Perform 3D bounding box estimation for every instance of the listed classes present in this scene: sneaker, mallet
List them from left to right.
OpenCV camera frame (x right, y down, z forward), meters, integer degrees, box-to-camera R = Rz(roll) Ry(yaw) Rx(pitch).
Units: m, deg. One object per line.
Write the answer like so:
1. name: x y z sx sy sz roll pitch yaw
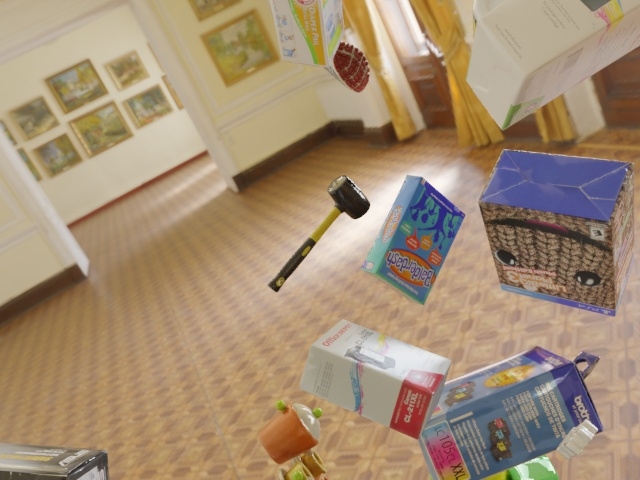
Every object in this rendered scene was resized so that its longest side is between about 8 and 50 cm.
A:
1. mallet: 0.000 0.000 0.881 0.189 0.062 0.039 -56 27 -7
2. sneaker: 0.033 -0.454 1.538 0.088 0.225 0.093 -49 20 -10

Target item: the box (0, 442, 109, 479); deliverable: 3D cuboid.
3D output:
1. box: -0.266 0.295 0.542 0.183 0.231 0.056 -2 4 16

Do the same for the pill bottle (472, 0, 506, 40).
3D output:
1. pill bottle: 0.325 -0.360 1.123 0.103 0.184 0.103 -6 65 12

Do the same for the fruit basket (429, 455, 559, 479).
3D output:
1. fruit basket: 0.417 0.615 1.637 0.392 0.392 0.283 -43 -18 -40

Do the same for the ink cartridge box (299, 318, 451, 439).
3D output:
1. ink cartridge box: 0.078 0.186 0.871 0.175 0.072 0.127 19 17 18

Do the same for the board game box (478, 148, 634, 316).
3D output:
1. board game box: 0.454 -0.013 1.194 0.232 0.291 0.141 13 59 35

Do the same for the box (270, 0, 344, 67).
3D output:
1. box: -0.024 -0.450 1.205 0.103 0.203 0.114 13 60 15

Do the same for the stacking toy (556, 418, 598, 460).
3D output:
1. stacking toy: 0.287 0.320 0.652 0.221 0.167 0.052 -43 -22 -21

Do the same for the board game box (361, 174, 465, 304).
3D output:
1. board game box: 0.187 0.001 1.242 0.047 0.160 0.210 16 77 52

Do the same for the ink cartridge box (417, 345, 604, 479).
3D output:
1. ink cartridge box: 0.385 0.344 1.293 0.396 0.151 0.270 -21 -4 2

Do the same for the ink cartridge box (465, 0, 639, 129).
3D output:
1. ink cartridge box: 0.409 -0.340 0.962 0.353 0.119 0.207 -32 -14 0

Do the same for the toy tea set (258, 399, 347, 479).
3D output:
1. toy tea set: 0.009 0.441 1.233 0.124 0.336 0.200 -36 50 -3
